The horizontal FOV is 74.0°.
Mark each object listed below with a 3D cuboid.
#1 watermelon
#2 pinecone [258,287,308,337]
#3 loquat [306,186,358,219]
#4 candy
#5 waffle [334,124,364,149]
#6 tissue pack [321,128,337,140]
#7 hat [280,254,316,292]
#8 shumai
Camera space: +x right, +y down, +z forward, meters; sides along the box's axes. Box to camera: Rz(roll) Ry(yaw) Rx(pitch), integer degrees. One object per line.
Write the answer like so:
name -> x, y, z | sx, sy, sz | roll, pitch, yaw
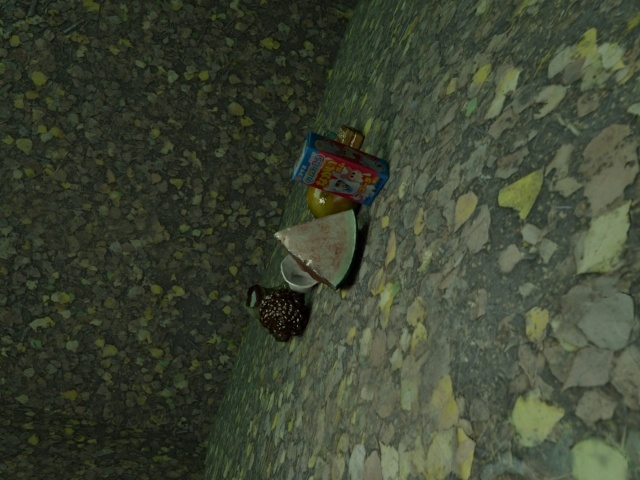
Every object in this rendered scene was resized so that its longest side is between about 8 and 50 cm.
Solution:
watermelon -> 0.014, 0.009, 1.548 | 0.250, 0.292, 0.283 | -44, 4, -19
pinecone -> -0.160, 0.308, 1.872 | 0.221, 0.221, 0.221 | -161, 90, -77
loquat -> 0.042, -0.179, 1.669 | 0.213, 0.213, 0.246 | -99, -8, -64
candy -> 0.069, -0.246, 1.491 | 0.157, 0.306, 0.100 | 123, 161, -45
waffle -> 0.094, -0.387, 2.057 | 0.224, 0.098, 0.327 | -99, 32, -68
tissue pack -> 0.055, -0.566, 2.425 | 0.079, 0.111, 0.085 | 146, 141, -71
hat -> -0.086, 0.159, 1.912 | 0.126, 0.203, 0.203 | 98, 179, -49
shumai -> -0.251, 0.328, 2.101 | 0.304, 0.263, 0.309 | 125, 159, -46
